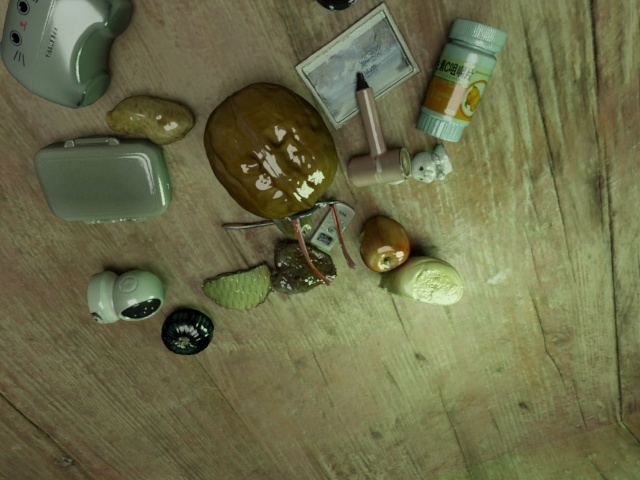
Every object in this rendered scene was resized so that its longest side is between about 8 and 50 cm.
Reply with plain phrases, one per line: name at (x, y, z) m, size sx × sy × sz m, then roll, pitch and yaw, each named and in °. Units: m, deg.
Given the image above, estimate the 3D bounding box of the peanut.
peanut at (-0.506, -0.359, 1.272) m, size 0.253 × 0.122 × 0.137 m, roll 12°, pitch 111°, yaw -8°

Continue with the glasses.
glasses at (0.000, 0.000, 1.404) m, size 0.118 × 0.234 × 0.268 m, roll -7°, pitch 101°, yaw 34°

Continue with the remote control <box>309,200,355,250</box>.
remote control at (0.044, -0.052, 1.532) m, size 0.088 × 0.029 × 0.190 m, roll 28°, pitch 113°, yaw -18°

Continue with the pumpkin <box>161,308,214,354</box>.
pumpkin at (-0.517, 0.357, 1.656) m, size 0.202 × 0.140 × 0.202 m, roll -2°, pitch 116°, yaw -5°

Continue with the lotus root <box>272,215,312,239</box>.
lotus root at (-0.113, -0.091, 1.461) m, size 0.113 × 0.088 × 0.192 m, roll -40°, pitch 99°, yaw 7°

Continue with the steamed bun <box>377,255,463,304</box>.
steamed bun at (0.364, 0.136, 1.558) m, size 0.273 × 0.232 × 0.166 m, roll 11°, pitch 90°, yaw -9°

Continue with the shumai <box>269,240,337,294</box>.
shumai at (-0.074, 0.105, 1.560) m, size 0.218 × 0.183 × 0.185 m, roll 1°, pitch 155°, yaw -17°

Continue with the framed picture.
framed picture at (0.113, -0.516, 1.285) m, size 0.315 × 0.024 × 0.232 m, roll -32°, pitch 117°, yaw 14°

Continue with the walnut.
walnut at (-0.140, -0.252, 1.246) m, size 0.354 × 0.308 × 0.398 m, roll -36°, pitch 107°, yaw 19°

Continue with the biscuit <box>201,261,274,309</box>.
biscuit at (-0.301, 0.190, 1.637) m, size 0.274 × 0.036 × 0.187 m, roll -15°, pitch 119°, yaw 4°

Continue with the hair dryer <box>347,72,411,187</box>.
hair dryer at (0.152, -0.341, 1.331) m, size 0.189 × 0.107 × 0.344 m, roll -5°, pitch 112°, yaw 31°

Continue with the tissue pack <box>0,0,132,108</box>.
tissue pack at (-0.662, -0.535, 1.101) m, size 0.236 × 0.229 × 0.333 m, roll 26°, pitch 113°, yaw -18°

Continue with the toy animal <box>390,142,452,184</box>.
toy animal at (0.312, -0.234, 1.400) m, size 0.221 × 0.130 × 0.103 m, roll -17°, pitch 133°, yaw 8°

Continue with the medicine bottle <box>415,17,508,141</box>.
medicine bottle at (0.405, -0.464, 1.258) m, size 0.158 × 0.158 × 0.318 m, roll 12°, pitch 118°, yaw -10°

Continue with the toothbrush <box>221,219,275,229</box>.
toothbrush at (-0.191, -0.058, 1.516) m, size 0.321 × 0.023 × 0.031 m, roll -2°, pitch 116°, yaw -3°

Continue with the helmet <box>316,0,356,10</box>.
helmet at (0.040, -0.699, 1.136) m, size 0.153 × 0.107 × 0.177 m, roll -41°, pitch 95°, yaw 20°

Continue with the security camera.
security camera at (-0.682, 0.194, 1.532) m, size 0.236 × 0.194 × 0.194 m, roll -6°, pitch 119°, yaw -7°

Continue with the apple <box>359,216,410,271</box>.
apple at (0.219, 0.008, 1.500) m, size 0.199 × 0.199 × 0.199 m, roll -2°, pitch 119°, yaw -3°

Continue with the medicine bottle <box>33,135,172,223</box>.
medicine bottle at (-0.677, -0.191, 1.351) m, size 0.375 × 0.123 × 0.282 m, roll -3°, pitch 120°, yaw -2°
